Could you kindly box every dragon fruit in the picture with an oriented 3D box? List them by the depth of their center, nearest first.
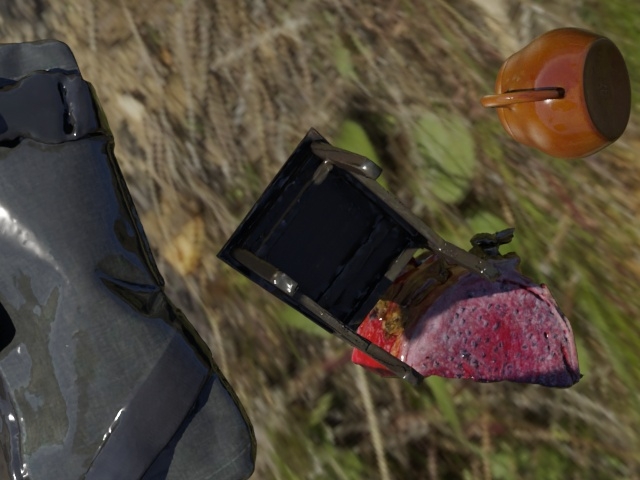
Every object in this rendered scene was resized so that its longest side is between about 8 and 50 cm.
[{"bbox_3d":[0.091,0.041,1.080,0.147,0.102,0.096,8,83,-39],"label":"dragon fruit"}]

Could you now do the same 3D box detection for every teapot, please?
[{"bbox_3d":[0.190,-0.121,1.450,0.173,0.116,0.116,-10,115,-53],"label":"teapot"}]

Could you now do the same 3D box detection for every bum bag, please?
[{"bbox_3d":[-0.089,0.022,0.579,0.087,0.049,0.198,-24,94,2],"label":"bum bag"}]

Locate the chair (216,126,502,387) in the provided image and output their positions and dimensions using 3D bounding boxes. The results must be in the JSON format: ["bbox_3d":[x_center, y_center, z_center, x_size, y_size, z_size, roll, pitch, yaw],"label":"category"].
[{"bbox_3d":[0.000,0.000,0.943,0.101,0.212,0.084,39,86,-22],"label":"chair"}]
